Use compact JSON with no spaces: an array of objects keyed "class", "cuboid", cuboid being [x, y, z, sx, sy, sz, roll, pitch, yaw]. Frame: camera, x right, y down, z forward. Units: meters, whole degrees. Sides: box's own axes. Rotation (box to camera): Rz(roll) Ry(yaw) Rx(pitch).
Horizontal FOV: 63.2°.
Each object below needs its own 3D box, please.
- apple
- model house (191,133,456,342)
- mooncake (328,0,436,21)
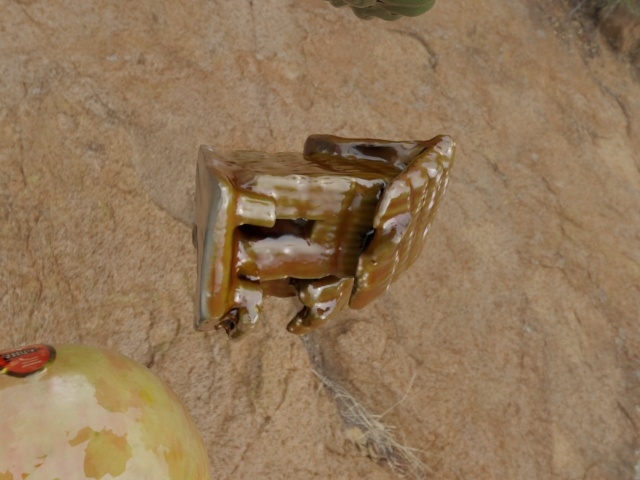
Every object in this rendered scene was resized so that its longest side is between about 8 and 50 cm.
[{"class":"apple","cuboid":[-0.325,0.330,0.634,0.391,0.391,0.346,7,32,-29]},{"class":"model house","cuboid":[-0.002,0.000,0.469,0.229,0.199,0.219,-3,30,-12]},{"class":"mooncake","cuboid":[0.053,-0.482,0.819,0.351,0.351,0.187,15,94,-26]}]
